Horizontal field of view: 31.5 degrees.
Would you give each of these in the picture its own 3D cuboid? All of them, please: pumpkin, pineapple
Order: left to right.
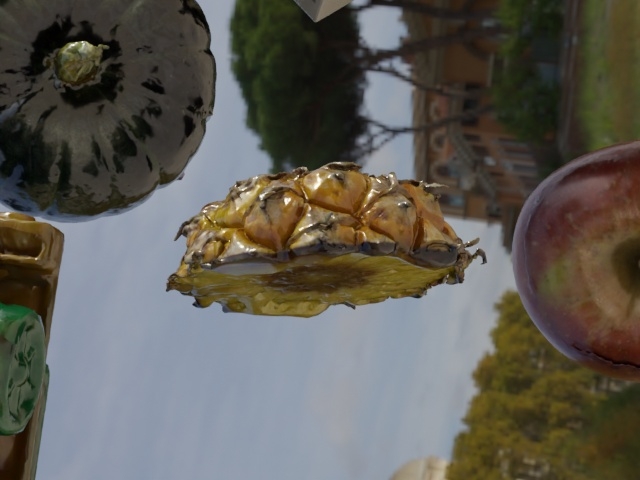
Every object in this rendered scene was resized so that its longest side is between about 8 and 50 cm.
[{"bbox_3d":[-0.202,-0.138,0.916,0.216,0.250,0.250,-176,95,-75],"label":"pumpkin"},{"bbox_3d":[0.000,0.000,0.746,0.225,0.225,0.076,36,-131,-71],"label":"pineapple"}]

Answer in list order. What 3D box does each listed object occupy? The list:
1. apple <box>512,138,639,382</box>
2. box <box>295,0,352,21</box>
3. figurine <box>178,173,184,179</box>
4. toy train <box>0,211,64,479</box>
[{"bbox_3d":[0.338,0.019,1.166,0.251,0.272,0.206,65,-158,6],"label":"apple"},{"bbox_3d":[0.091,-0.386,1.124,0.204,0.051,0.365,-35,-15,-27],"label":"box"},{"bbox_3d":[-0.214,-0.211,1.367,0.182,0.144,0.256,14,89,63],"label":"figurine"},{"bbox_3d":[-0.271,0.158,0.774,0.249,0.178,0.429,65,-148,-81],"label":"toy train"}]
